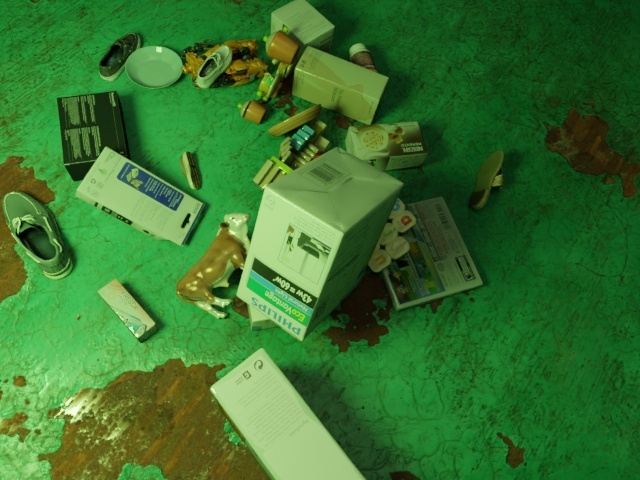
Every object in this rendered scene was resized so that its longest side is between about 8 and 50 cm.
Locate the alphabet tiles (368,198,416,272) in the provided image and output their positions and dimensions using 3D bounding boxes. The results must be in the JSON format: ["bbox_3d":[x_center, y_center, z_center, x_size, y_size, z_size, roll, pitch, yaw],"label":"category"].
[{"bbox_3d":[0.144,-0.040,1.647,0.278,0.021,0.284,-36,69,-4],"label":"alphabet tiles"}]

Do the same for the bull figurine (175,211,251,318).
[{"bbox_3d":[-0.271,0.070,1.494,0.188,0.101,0.310,41,90,11],"label":"bull figurine"}]

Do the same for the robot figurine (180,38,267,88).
[{"bbox_3d":[-0.346,-0.620,1.856,0.291,0.085,0.211,-17,68,-17],"label":"robot figurine"}]

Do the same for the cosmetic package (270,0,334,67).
[{"bbox_3d":[-0.070,-0.754,1.925,0.151,0.151,0.184,-38,74,-22],"label":"cosmetic package"}]

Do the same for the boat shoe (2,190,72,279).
[{"bbox_3d":[-0.816,-0.034,1.494,0.116,0.099,0.319,-33,73,-21],"label":"boat shoe"}]

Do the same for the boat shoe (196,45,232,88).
[{"bbox_3d":[-0.358,-0.596,1.761,0.066,0.063,0.184,37,70,1],"label":"boat shoe"}]

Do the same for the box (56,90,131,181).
[{"bbox_3d":[-0.710,-0.332,1.653,0.184,0.103,0.261,-12,66,-12],"label":"box"}]

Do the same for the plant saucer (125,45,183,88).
[{"bbox_3d":[-0.580,-0.597,1.836,0.194,0.037,0.195,4,63,-7],"label":"plant saucer"}]

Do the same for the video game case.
[{"bbox_3d":[0.317,0.034,1.668,0.299,0.036,0.329,-14,68,-14],"label":"video game case"}]

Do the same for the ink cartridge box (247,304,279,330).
[{"bbox_3d":[-0.132,0.192,1.492,0.143,0.092,0.090,-8,65,-13],"label":"ink cartridge box"}]

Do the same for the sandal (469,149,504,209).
[{"bbox_3d":[0.591,-0.194,1.811,0.079,0.088,0.240,38,68,-25],"label":"sandal"}]

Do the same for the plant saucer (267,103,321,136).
[{"bbox_3d":[-0.082,-0.393,1.739,0.200,0.200,0.037,-31,101,-21],"label":"plant saucer"}]

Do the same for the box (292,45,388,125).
[{"bbox_3d":[0.068,-0.544,1.849,0.311,0.148,0.121,22,64,4],"label":"box"}]

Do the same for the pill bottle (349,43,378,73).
[{"bbox_3d":[0.157,-0.653,1.946,0.086,0.086,0.152,-9,67,-13],"label":"pill bottle"}]

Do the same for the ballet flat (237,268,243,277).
[{"bbox_3d":[-0.219,0.057,1.562,0.084,0.058,0.250,-30,72,-20],"label":"ballet flat"}]

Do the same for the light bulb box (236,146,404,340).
[{"bbox_3d":[0.000,0.000,1.382,0.225,0.361,0.358,32,37,16],"label":"light bulb box"}]

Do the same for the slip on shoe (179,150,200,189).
[{"bbox_3d":[-0.422,-0.219,1.678,0.041,0.051,0.135,-25,75,23],"label":"slip on shoe"}]

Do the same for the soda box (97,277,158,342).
[{"bbox_3d":[-0.533,0.193,1.450,0.183,0.058,0.063,44,66,13],"label":"soda box"}]

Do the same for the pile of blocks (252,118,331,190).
[{"bbox_3d":[-0.062,-0.268,1.693,0.112,0.149,0.362,36,64,8],"label":"pile of blocks"}]

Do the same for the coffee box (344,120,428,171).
[{"bbox_3d":[0.221,-0.316,1.785,0.246,0.098,0.141,-6,66,-11],"label":"coffee box"}]

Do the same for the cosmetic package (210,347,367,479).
[{"bbox_3d":[-0.069,0.507,1.274,0.161,0.230,0.453,-36,73,-21],"label":"cosmetic package"}]

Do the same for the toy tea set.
[{"bbox_3d":[-0.189,-0.566,1.794,0.124,0.200,0.336,28,69,-4],"label":"toy tea set"}]

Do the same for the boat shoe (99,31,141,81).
[{"bbox_3d":[-0.702,-0.658,1.825,0.080,0.076,0.229,24,64,3],"label":"boat shoe"}]

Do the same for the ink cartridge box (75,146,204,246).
[{"bbox_3d":[-0.530,-0.119,1.559,0.332,0.065,0.165,32,62,-18],"label":"ink cartridge box"}]
